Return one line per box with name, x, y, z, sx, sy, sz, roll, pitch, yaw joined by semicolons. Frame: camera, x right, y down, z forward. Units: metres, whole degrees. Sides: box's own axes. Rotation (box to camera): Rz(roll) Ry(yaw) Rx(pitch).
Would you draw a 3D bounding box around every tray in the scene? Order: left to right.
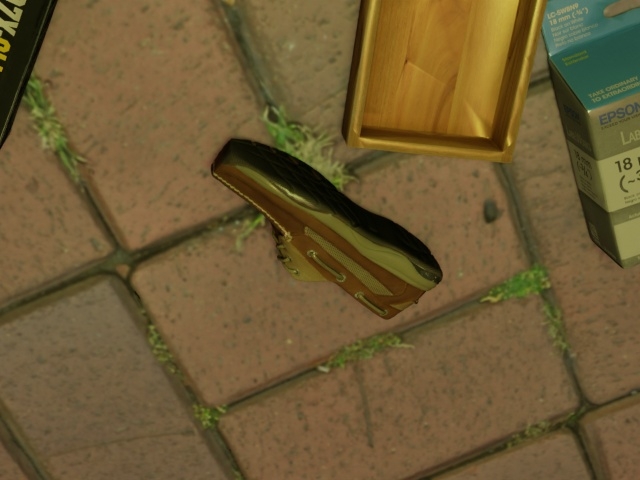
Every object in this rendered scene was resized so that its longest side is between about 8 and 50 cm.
tray;0.155;-0.303;1.010;0.202;0.076;0.411;5;111;-8

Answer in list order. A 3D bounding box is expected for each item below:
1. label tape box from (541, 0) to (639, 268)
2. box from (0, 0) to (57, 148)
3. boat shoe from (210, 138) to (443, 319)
label tape box;0.426;-0.162;1.081;0.240;0.106;0.334;-21;114;2
box;-0.409;-0.271;0.918;0.257;0.079;0.322;22;124;-16
boat shoe;0.000;0.000;1.098;0.324;0.122;0.120;32;109;-17
